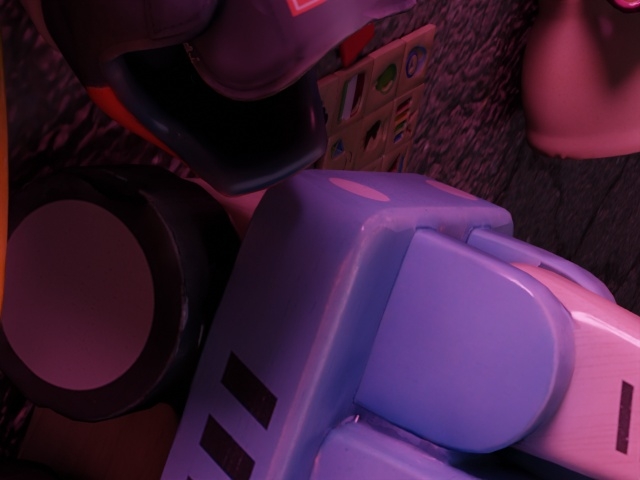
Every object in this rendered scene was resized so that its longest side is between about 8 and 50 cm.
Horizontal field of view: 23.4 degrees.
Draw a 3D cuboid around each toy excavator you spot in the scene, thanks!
[{"bbox_3d":[0.090,0.078,0.656,0.222,0.445,0.433,-3,116,-65],"label":"toy excavator"}]

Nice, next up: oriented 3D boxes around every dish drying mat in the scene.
[{"bbox_3d":[0.017,-0.135,0.852,0.032,0.008,0.083,-52,154,-28],"label":"dish drying mat"}]

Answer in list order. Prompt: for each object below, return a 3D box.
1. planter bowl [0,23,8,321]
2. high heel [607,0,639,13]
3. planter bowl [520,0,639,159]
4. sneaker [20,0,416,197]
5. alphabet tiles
[{"bbox_3d":[-0.149,-0.051,0.424,0.217,0.090,0.217,177,-90,-88],"label":"planter bowl"},{"bbox_3d":[0.244,-0.326,0.939,0.181,0.127,0.377,-63,161,-57],"label":"high heel"},{"bbox_3d":[0.216,-0.139,1.114,0.162,0.162,0.109,-38,119,-47],"label":"planter bowl"},{"bbox_3d":[-0.028,-0.138,0.468,0.131,0.148,0.350,-31,157,-16],"label":"sneaker"},{"bbox_3d":[0.000,0.000,0.947,0.198,0.009,0.237,-34,142,-51],"label":"alphabet tiles"}]
